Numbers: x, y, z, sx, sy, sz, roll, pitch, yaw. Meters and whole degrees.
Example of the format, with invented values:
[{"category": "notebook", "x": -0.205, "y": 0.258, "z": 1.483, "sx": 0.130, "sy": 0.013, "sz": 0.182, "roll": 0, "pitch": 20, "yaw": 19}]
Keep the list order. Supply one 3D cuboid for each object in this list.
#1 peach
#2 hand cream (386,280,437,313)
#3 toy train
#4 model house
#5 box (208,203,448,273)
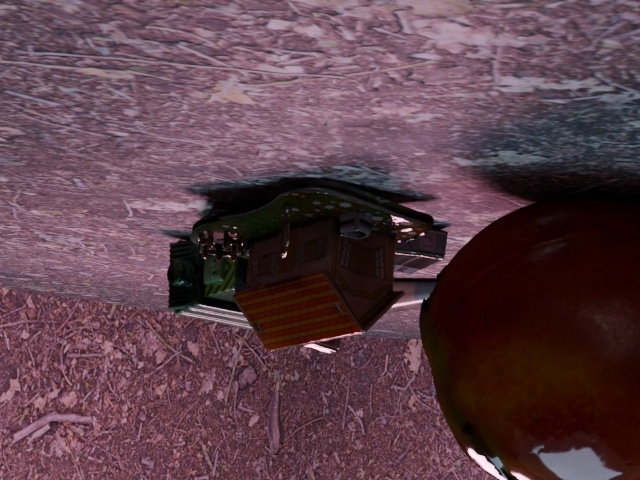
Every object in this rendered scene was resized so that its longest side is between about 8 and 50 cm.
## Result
[{"category": "peach", "x": 0.304, "y": 0.108, "z": 1.229, "sx": 0.370, "sy": 0.370, "sz": 0.370, "roll": 4, "pitch": 172, "yaw": 1}, {"category": "hand cream", "x": 0.205, "y": 0.112, "z": 2.225, "sx": 0.312, "sy": 0.070, "sz": 0.111, "roll": -4, "pitch": 166, "yaw": 28}, {"category": "toy train", "x": -0.101, "y": 0.072, "z": 1.904, "sx": 0.178, "sy": 0.139, "sz": 0.330, "roll": -16, "pitch": 158, "yaw": 42}, {"category": "model house", "x": -0.025, "y": 0.047, "z": 1.379, "sx": 0.207, "sy": 0.154, "sz": 0.294, "roll": 16, "pitch": 158, "yaw": -36}, {"category": "box", "x": 0.000, "y": 0.000, "z": 1.582, "sx": 0.324, "sy": 0.047, "sz": 0.180, "roll": 6, "pitch": 171, "yaw": -9}]
